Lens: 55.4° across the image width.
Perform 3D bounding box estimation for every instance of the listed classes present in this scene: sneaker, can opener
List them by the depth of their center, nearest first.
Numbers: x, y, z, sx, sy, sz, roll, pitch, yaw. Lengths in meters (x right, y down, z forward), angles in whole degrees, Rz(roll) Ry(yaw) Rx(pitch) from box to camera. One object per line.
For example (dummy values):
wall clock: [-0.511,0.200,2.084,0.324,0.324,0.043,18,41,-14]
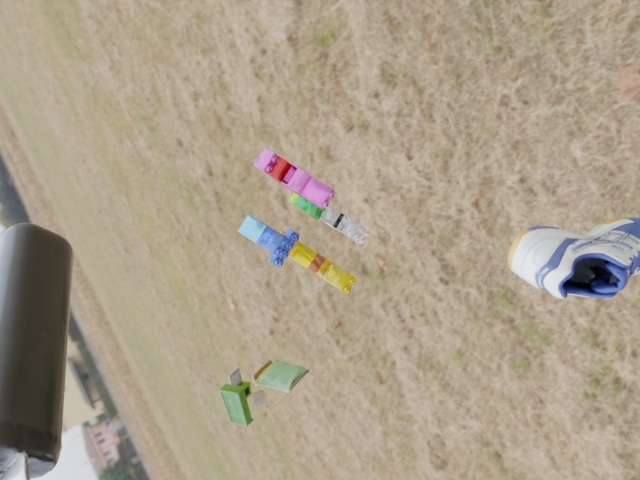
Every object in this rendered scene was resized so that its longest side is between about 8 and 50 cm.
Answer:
can opener: [-0.150,0.109,0.310,0.074,0.093,0.280,-43,45,20]
sneaker: [0.442,0.042,0.943,0.131,0.296,0.112,-125,32,-56]

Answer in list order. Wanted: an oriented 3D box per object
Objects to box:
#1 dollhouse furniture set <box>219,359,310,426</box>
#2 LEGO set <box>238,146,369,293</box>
dollhouse furniture set: [-0.088,0.208,0.919,0.076,0.151,0.059,2,114,33]
LEGO set: [0.000,0.000,0.621,0.093,0.087,0.227,32,180,22]
